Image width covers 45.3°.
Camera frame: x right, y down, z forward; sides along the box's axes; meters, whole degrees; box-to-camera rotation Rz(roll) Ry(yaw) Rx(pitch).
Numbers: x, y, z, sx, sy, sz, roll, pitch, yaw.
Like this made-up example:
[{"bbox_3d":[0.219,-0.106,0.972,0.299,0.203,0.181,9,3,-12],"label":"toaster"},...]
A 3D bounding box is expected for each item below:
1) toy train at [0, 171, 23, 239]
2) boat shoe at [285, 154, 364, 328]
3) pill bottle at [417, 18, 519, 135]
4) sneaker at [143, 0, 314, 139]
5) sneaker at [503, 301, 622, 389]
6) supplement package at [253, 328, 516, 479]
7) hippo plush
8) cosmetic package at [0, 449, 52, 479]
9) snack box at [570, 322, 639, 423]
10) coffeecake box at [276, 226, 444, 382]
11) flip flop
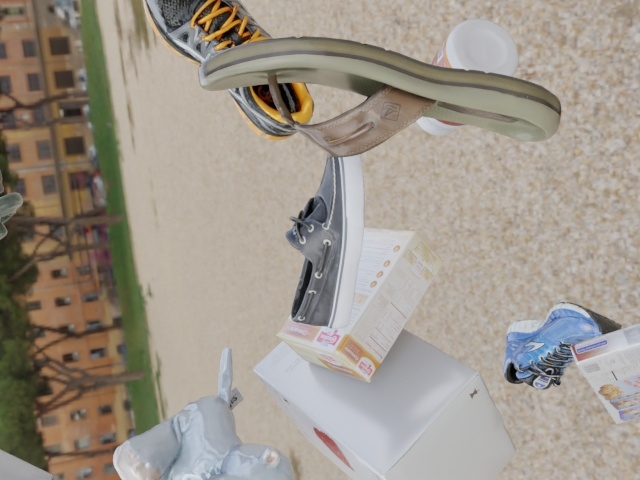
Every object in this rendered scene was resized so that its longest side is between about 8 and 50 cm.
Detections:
[{"bbox_3d":[-0.371,-0.012,0.591,0.142,0.190,0.334,57,-175,-9],"label":"toy train"},{"bbox_3d":[0.000,0.000,0.820,0.080,0.076,0.228,-101,13,-52],"label":"boat shoe"},{"bbox_3d":[0.233,-0.262,1.285,0.216,0.121,0.121,124,136,-68],"label":"pill bottle"},{"bbox_3d":[-0.080,-0.186,0.735,0.215,0.084,0.083,44,171,-22],"label":"sneaker"},{"bbox_3d":[0.469,0.224,1.518,0.330,0.130,0.147,130,164,-65],"label":"sneaker"},{"bbox_3d":[0.081,0.228,1.038,0.293,0.175,0.177,26,153,50],"label":"supplement package"},{"bbox_3d":[-0.149,0.378,1.201,0.236,0.294,0.234,24,136,33],"label":"hippo plush"},{"bbox_3d":[-0.598,0.408,1.227,0.225,0.224,0.138,-25,38,38],"label":"cosmetic package"},{"bbox_3d":[0.283,0.127,0.703,0.178,0.064,0.022,44,-151,-48],"label":"snack box"},{"bbox_3d":[0.049,0.075,0.987,0.068,0.185,0.142,45,160,-28],"label":"coffeecake box"},{"bbox_3d":[0.043,-0.098,0.583,0.112,0.277,0.080,-128,49,-82],"label":"flip flop"}]
